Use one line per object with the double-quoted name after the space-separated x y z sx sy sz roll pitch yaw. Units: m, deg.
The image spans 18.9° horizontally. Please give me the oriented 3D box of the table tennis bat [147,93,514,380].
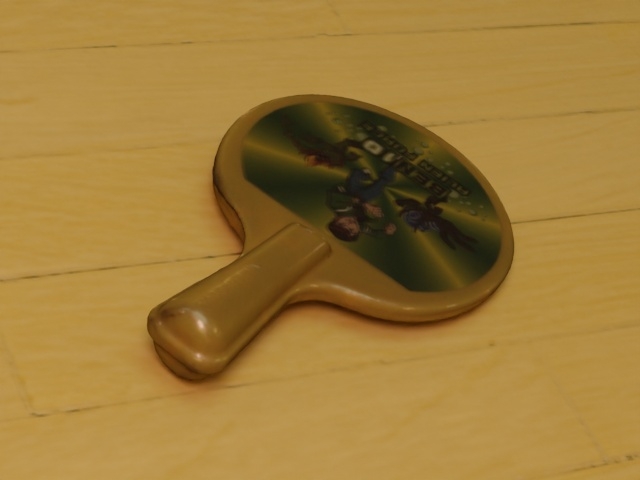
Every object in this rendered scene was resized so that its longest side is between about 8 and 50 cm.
0.000 0.000 1.182 0.198 0.050 0.321 36 37 14 "table tennis bat"
